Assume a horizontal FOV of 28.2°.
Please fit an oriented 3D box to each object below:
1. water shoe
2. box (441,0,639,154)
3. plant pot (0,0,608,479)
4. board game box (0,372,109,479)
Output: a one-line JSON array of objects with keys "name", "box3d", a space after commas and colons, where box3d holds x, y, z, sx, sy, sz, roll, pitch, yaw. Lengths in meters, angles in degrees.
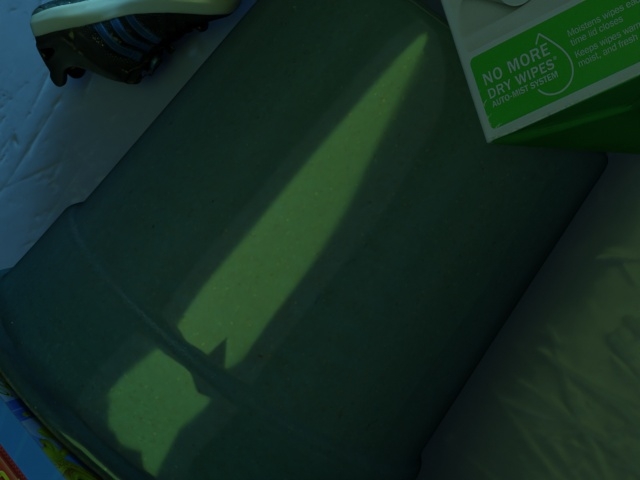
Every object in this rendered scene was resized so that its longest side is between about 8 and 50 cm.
[{"name": "water shoe", "box3d": [-0.149, -0.175, 1.077, 0.203, 0.073, 0.080, -2, 113, 28]}, {"name": "box", "box3d": [0.173, -0.178, 0.757, 0.126, 0.262, 0.231, -23, 77, 35]}, {"name": "plant pot", "box3d": [0.000, 0.000, 0.884, 0.341, 0.341, 0.334, 40, 98, 18]}, {"name": "board game box", "box3d": [-0.092, 0.210, 0.837, 0.302, 0.308, 0.086, 40, 96, 34]}]
